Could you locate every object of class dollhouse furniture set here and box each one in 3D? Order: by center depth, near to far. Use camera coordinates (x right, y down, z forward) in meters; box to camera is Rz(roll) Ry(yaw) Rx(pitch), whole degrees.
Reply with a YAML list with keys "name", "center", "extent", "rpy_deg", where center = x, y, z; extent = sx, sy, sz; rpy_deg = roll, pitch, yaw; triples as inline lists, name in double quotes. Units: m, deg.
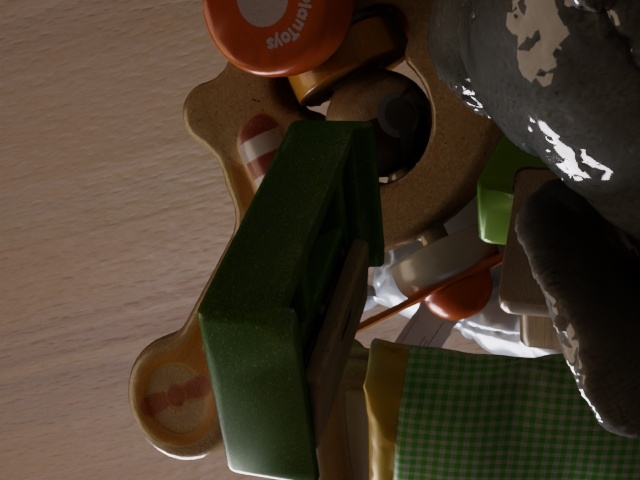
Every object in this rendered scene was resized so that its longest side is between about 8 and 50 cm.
- name: "dollhouse furniture set"
  center: [0.076, 0.105, 0.641]
  extent: [0.151, 0.198, 0.301]
  rpy_deg: [-71, -20, -49]

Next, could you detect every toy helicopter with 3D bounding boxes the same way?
- name: "toy helicopter"
  center: [0.000, 0.000, 0.784]
  extent: [0.235, 0.355, 0.140]
  rpy_deg: [38, -157, 16]

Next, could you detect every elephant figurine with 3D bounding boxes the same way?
- name: "elephant figurine"
  center: [0.147, -0.007, 0.425]
  extent: [0.169, 0.186, 0.239]
  rpy_deg: [-15, 101, 64]

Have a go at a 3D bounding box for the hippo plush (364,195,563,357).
- name: "hippo plush"
  center: [0.169, 0.018, 0.881]
  extent: [0.234, 0.294, 0.236]
  rpy_deg: [44, -168, 29]
